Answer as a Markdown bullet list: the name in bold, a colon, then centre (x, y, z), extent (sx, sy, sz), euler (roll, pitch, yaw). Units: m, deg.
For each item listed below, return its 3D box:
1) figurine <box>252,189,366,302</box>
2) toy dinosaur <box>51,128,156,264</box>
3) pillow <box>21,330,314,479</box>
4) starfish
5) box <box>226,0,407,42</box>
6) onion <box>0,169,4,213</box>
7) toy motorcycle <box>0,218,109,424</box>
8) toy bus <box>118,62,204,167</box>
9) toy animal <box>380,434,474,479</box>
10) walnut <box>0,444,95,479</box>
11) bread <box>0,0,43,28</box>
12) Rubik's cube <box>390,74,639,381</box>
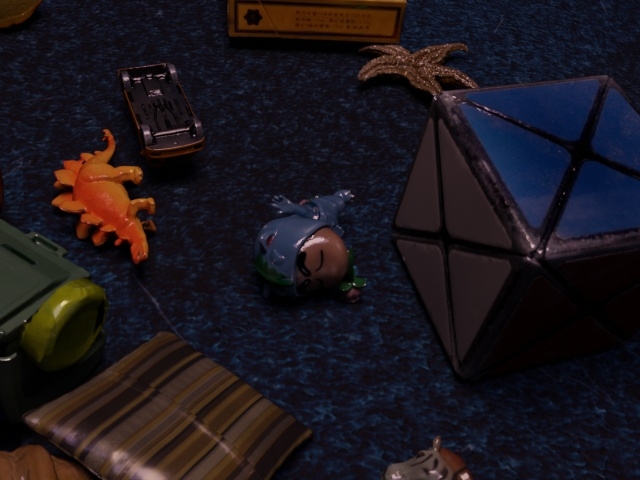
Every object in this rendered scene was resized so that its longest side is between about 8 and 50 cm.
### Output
- **figurine**: centre (0.002, 0.005, 0.865), extent (0.144, 0.114, 0.178), euler (26, 42, 11)
- **toy dinosaur**: centre (-0.288, -0.063, 0.897), extent (0.117, 0.070, 0.288), euler (-16, 49, -22)
- **pillow**: centre (-0.136, 0.182, 0.680), extent (0.212, 0.052, 0.208), euler (31, 25, 14)
- **starfish**: centre (0.172, -0.295, 1.190), extent (0.240, 0.043, 0.227), euler (-29, 59, -28)
- **box**: centre (-0.017, -0.432, 1.232), extent (0.301, 0.084, 0.193), euler (-1, 39, -9)
- **onion**: centre (-0.485, -0.062, 0.779), extent (0.246, 0.190, 0.246), euler (8, 31, -5)
- **toy motorcycle**: centre (-0.370, 0.128, 0.641), extent (0.191, 0.200, 0.326), euler (29, 41, 13)
- **toy bus**: centre (-0.227, -0.171, 0.985), extent (0.083, 0.088, 0.194), euler (-13, 50, -19)
- **toy animal**: centre (0.130, 0.311, 0.628), extent (0.170, 0.090, 0.255), euler (-22, 59, -30)
- **walnut**: centre (-0.255, 0.252, 0.579), extent (0.166, 0.149, 0.166), euler (28, 19, -11)
- **bread**: centre (-0.545, -0.410, 1.144), extent (0.156, 0.086, 0.125), euler (31, 61, 22)
- **Rubik's cube**: centre (0.258, -0.017, 0.826), extent (0.259, 0.255, 0.260), euler (-6, 53, -17)
